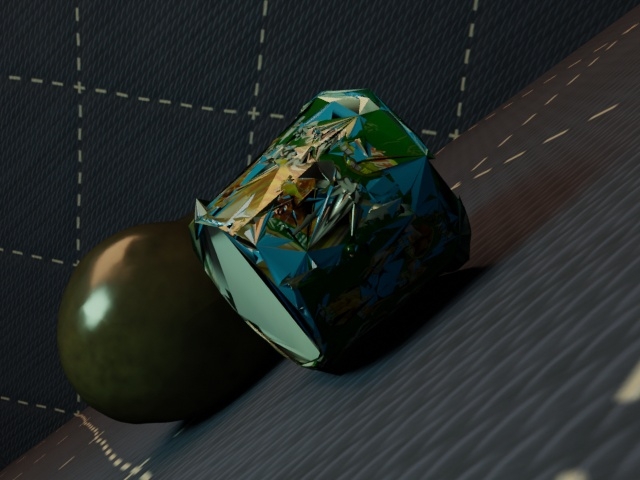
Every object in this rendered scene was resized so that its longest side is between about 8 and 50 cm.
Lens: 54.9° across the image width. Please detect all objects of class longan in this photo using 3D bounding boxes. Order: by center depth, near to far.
[{"bbox_3d":[-0.192,0.101,0.869,0.350,0.288,0.288,-27,-3,-38],"label":"longan"}]

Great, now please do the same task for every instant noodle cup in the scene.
[{"bbox_3d":[0.000,0.000,0.596,0.178,0.240,0.240,-41,5,-22],"label":"instant noodle cup"}]
